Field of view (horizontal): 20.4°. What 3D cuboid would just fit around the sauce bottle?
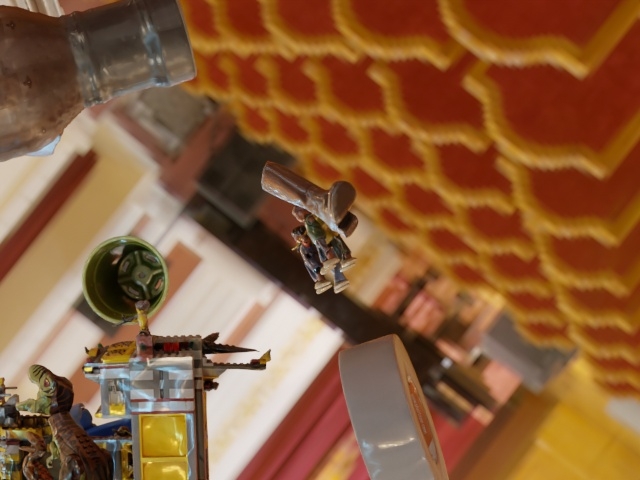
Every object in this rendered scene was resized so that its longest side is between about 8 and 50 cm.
[{"bbox_3d":[-0.257,-0.094,1.216,0.111,0.344,0.111,165,90,-83],"label":"sauce bottle"}]

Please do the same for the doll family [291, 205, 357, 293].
[{"bbox_3d":[0.000,0.000,2.330,0.111,0.076,0.193,61,162,16],"label":"doll family"}]

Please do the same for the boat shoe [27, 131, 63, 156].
[{"bbox_3d":[-0.391,-0.169,2.438,0.109,0.089,0.258,9,171,-27],"label":"boat shoe"}]

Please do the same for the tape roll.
[{"bbox_3d":[0.091,0.225,2.143,0.219,0.072,0.219,-19,-90,-82],"label":"tape roll"}]

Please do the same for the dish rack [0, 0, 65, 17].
[{"bbox_3d":[-0.388,-0.212,1.603,0.333,0.285,0.072,82,-177,-63],"label":"dish rack"}]

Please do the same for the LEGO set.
[{"bbox_3d":[-0.189,0.139,1.443,0.254,0.192,0.331,0,-173,9],"label":"LEGO set"}]

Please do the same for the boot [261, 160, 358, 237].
[{"bbox_3d":[-0.018,-0.055,1.788,0.114,0.037,0.106,34,160,19],"label":"boot"}]

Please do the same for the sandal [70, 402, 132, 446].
[{"bbox_3d":[-0.254,0.254,1.697,0.138,0.317,0.126,25,-152,-36],"label":"sandal"}]

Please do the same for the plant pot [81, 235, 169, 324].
[{"bbox_3d":[-0.177,0.035,1.698,0.083,0.083,0.079,38,-173,4],"label":"plant pot"}]
